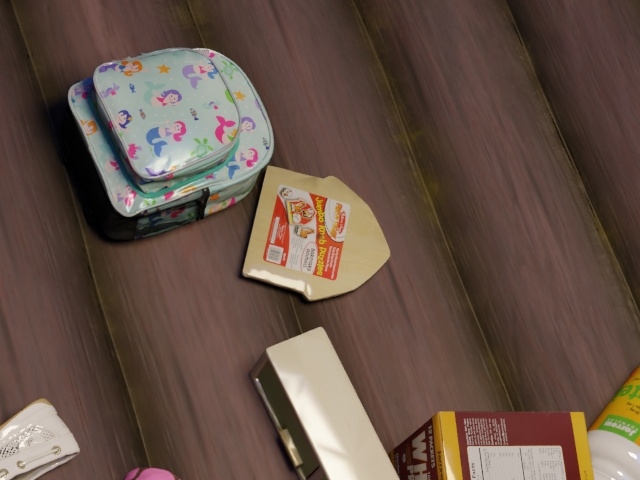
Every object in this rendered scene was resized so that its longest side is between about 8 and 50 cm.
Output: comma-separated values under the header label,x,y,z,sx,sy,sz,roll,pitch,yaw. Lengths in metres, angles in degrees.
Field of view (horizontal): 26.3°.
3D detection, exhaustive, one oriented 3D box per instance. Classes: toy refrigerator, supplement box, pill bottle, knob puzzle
label,x,y,z,sx,sy,sz,roll,pitch,yaw
toy refrigerator,0.009,0.257,1.725,0.094,0.102,0.269,-21,74,-24
supplement box,0.211,0.302,1.713,0.194,0.191,0.129,3,66,-16
pill bottle,0.426,0.276,1.821,0.136,0.136,0.246,42,62,5
knob puzzle,0.000,0.000,1.880,0.213,0.030,0.213,7,64,-14

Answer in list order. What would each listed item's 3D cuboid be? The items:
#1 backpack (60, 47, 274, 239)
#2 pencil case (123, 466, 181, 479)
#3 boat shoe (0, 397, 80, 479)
label,x,y,z,sx,sy,sz,roll,pitch,yaw
backpack,-0.193,-0.140,1.806,0.254,0.191,0.225,-16,71,-28
pencil case,-0.207,0.355,1.574,0.095,0.098,0.209,-8,25,15
boat shoe,-0.397,0.298,1.587,0.277,0.098,0.096,-39,81,-29
